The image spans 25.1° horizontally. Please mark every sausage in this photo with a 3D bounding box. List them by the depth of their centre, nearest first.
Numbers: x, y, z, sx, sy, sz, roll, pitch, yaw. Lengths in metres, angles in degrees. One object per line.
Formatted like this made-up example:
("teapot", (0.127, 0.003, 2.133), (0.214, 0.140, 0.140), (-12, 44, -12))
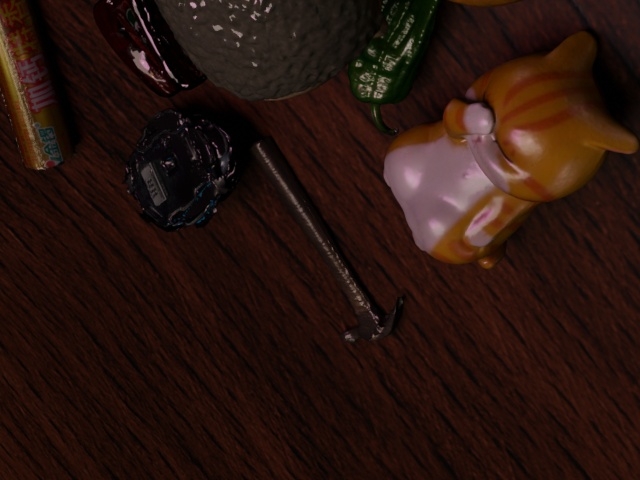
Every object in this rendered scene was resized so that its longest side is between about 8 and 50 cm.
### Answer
("sausage", (-0.389, -0.269, 1.809), (0.082, 0.082, 0.371), (5, 123, 31))

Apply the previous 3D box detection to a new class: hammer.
("hammer", (-0.001, 0.000, 1.772), (0.125, 0.027, 0.297), (-22, 106, 42))

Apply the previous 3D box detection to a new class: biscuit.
("biscuit", (-0.195, -0.236, 1.663), (0.151, 0.063, 0.235), (51, 171, -9))

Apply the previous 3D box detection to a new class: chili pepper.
("chili pepper", (0.090, -0.233, 1.513), (0.100, 0.074, 0.257), (33, 132, 13))

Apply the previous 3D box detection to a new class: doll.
("doll", (-0.070, -0.301, 1.366), (0.247, 0.247, 0.349), (-3, 140, 35))
("doll", (0.187, -0.085, 1.498), (0.269, 0.162, 0.167), (-41, 71, 49))

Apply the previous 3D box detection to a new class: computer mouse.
("computer mouse", (-0.163, -0.086, 1.780), (0.241, 0.077, 0.146), (-28, 83, 49))

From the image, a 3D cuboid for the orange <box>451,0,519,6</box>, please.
("orange", (0.142, -0.326, 1.313), (0.236, 0.236, 0.236), (17, 129, 23))
